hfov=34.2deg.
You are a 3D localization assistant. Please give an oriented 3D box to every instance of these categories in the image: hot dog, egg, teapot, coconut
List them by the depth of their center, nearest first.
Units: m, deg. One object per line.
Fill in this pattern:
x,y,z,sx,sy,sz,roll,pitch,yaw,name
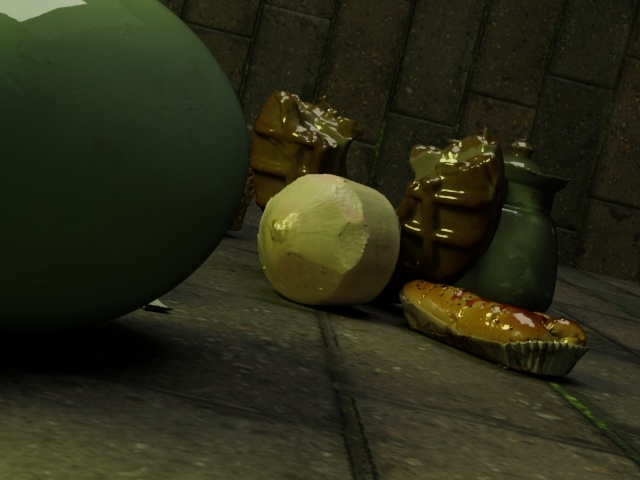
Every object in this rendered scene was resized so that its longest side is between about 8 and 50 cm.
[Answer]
-0.218,-0.071,0.740,0.276,0.276,0.388,17,7,40,egg
0.190,0.096,1.205,0.131,0.069,0.252,8,6,-42,hot dog
0.000,0.000,1.262,0.182,0.171,0.170,12,4,-46,coconut
0.278,-0.040,1.742,0.305,0.285,0.223,12,5,-29,teapot

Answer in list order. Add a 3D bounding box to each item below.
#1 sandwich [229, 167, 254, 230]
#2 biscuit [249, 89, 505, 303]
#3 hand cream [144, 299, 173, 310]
-0.271,-0.097,1.820,0.262,0.131,0.325,14,7,27,sandwich
0.064,-0.049,1.395,0.366,0.268,0.115,17,25,26,biscuit
-0.179,0.052,1.009,0.030,0.019,0.093,12,11,-41,hand cream
